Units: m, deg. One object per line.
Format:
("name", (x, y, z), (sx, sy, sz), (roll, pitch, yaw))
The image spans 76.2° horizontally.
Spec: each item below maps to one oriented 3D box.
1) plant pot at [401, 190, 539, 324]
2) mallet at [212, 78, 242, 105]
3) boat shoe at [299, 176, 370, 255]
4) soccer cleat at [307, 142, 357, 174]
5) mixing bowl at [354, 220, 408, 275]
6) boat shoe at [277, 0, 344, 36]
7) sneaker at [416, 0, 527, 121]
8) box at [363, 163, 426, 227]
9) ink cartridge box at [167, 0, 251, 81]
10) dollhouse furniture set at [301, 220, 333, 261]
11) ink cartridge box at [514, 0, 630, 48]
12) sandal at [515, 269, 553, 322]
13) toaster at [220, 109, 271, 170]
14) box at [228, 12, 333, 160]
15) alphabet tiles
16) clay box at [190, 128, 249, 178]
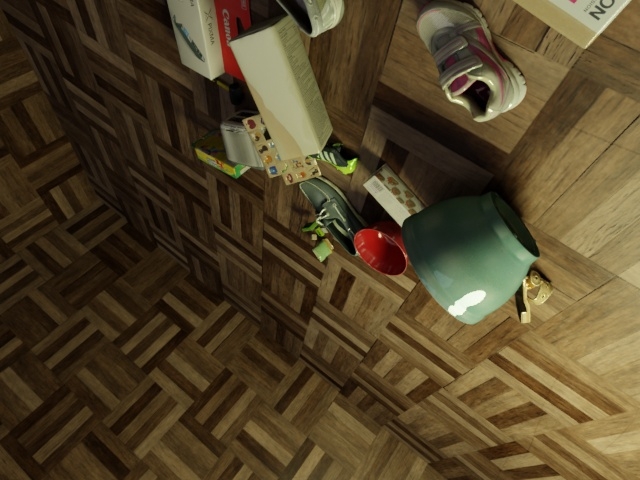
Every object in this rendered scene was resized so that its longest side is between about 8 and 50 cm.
("plant pot", (0.354, 0.013, 0.920), (0.293, 0.293, 0.196), (47, 123, -6))
("mallet", (-0.317, -0.490, 1.292), (0.190, 0.039, 0.062), (34, 151, 24))
("boat shoe", (0.039, -0.083, 1.308), (0.319, 0.099, 0.116), (46, 150, -4))
("soccer cleat", (0.023, -0.252, 1.153), (0.179, 0.060, 0.072), (26, 132, 2))
("mixing bowl", (0.202, 0.007, 1.229), (0.181, 0.098, 0.181), (29, 147, 21))
("boat shoe", (-0.088, -0.569, 0.849), (0.320, 0.103, 0.118), (49, 149, -9))
("sneaker", (0.262, -0.321, 0.738), (0.252, 0.111, 0.103), (46, 150, -3))
("box", (0.253, -0.065, 1.114), (0.324, 0.063, 0.067), (46, 151, -4))
("ink cartridge box", (-0.303, -0.587, 1.119), (0.261, 0.066, 0.296), (33, 148, 20))
("dollhouse furniture set", (0.000, 0.000, 1.480), (0.059, 0.076, 0.151), (-8, 122, 54))
("ink cartridge box", (0.365, -0.413, 0.528), (0.193, 0.088, 0.234), (40, 149, 8))
("sandal", (0.540, 0.125, 1.027), (0.079, 0.088, 0.240), (-10, 135, 17))
("toaster", (-0.212, -0.318, 1.285), (0.227, 0.129, 0.146), (20, 140, 32))
("box", (-0.086, -0.376, 1.019), (0.121, 0.148, 0.311), (-6, 126, 25))
("alphabet tiles", (-0.091, -0.277, 1.201), (0.198, 0.009, 0.237), (-14, 126, 15))
("clay box", (-0.337, -0.312, 1.438), (0.222, 0.127, 0.053), (29, 148, 24))
